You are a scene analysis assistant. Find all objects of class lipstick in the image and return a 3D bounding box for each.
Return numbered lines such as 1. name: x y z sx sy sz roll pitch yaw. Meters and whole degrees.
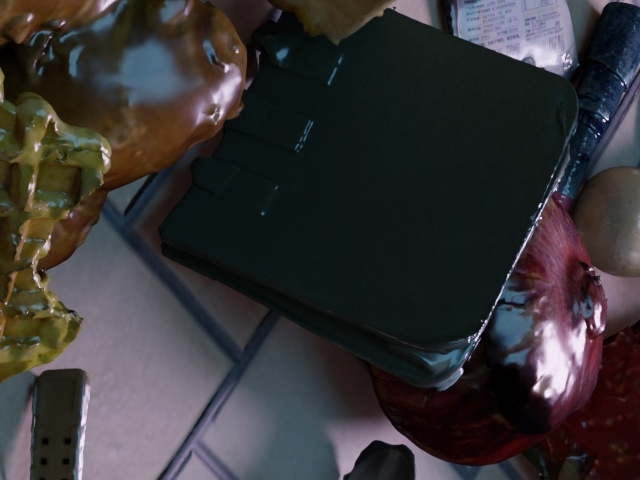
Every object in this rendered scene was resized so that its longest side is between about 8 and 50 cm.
1. lipstick: 0.253 -0.112 1.592 0.053 0.053 0.234 37 67 -37

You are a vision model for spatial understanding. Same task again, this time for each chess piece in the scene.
1. chess piece: 0.356 -0.007 1.631 0.261 0.143 0.143 11 83 -27

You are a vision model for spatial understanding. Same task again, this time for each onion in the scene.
1. onion: 0.140 0.061 1.391 0.246 0.190 0.246 5 84 -62

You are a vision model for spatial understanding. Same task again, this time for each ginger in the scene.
1. ginger: -0.230 -0.124 1.070 0.274 0.152 0.357 -44 123 4

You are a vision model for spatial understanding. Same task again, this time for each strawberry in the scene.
1. strawberry: 0.344 0.155 1.534 0.306 0.138 0.233 -41 94 2

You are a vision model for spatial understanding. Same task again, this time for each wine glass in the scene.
1. wine glass: 0.099 0.248 1.418 0.183 0.122 0.122 36 66 -31

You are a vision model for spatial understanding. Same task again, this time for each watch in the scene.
1. watch: -0.242 0.202 1.112 0.165 0.102 0.268 19 69 -40

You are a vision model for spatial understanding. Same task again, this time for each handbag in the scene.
1. handbag: 0.036 -0.047 1.269 0.247 0.260 0.079 -61 168 -20

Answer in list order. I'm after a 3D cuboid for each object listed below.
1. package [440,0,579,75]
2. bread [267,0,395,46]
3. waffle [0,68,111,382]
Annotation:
1. package: 0.170 -0.221 1.531 0.171 0.027 0.173 -18 102 -38
2. bread: 0.022 -0.335 1.219 0.279 0.207 0.279 47 55 -11
3. waffle: -0.247 0.006 1.018 0.291 0.051 0.291 -10 133 -11
